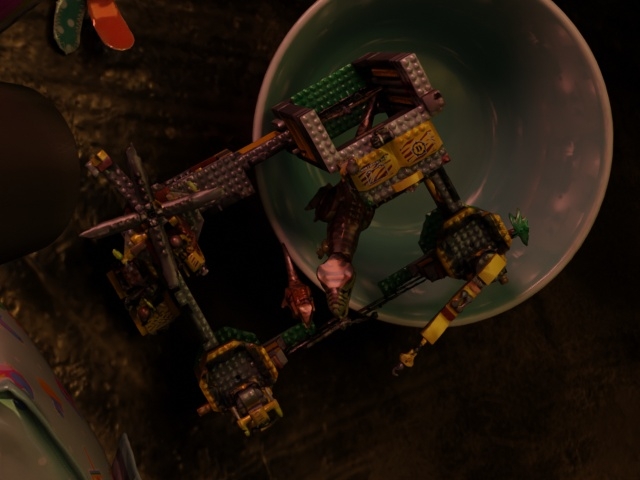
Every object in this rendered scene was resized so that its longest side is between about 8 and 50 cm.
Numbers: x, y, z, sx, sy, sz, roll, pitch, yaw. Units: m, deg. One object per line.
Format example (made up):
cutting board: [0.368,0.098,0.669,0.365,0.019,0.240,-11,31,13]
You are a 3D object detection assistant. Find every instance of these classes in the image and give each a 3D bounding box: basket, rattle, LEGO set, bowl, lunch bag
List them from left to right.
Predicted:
basket: [-0.282,-0.039,0.967,0.154,0.204,0.227,36,25,21]
lunch bag: [-0.192,0.183,0.929,0.160,0.223,0.262,-34,111,-6]
rattle: [-0.215,-0.266,1.211,0.130,0.143,0.200,-33,117,-11]
LEGO set: [0.000,0.000,1.089,0.331,0.192,0.255,-22,100,-6]
bowl: [0.085,-0.091,1.272,0.311,0.163,0.312,-1,98,-9]

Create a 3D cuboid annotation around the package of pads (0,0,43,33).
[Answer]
package of pads: [-0.300,-0.276,1.003,0.101,0.229,0.297,-30,95,-43]
